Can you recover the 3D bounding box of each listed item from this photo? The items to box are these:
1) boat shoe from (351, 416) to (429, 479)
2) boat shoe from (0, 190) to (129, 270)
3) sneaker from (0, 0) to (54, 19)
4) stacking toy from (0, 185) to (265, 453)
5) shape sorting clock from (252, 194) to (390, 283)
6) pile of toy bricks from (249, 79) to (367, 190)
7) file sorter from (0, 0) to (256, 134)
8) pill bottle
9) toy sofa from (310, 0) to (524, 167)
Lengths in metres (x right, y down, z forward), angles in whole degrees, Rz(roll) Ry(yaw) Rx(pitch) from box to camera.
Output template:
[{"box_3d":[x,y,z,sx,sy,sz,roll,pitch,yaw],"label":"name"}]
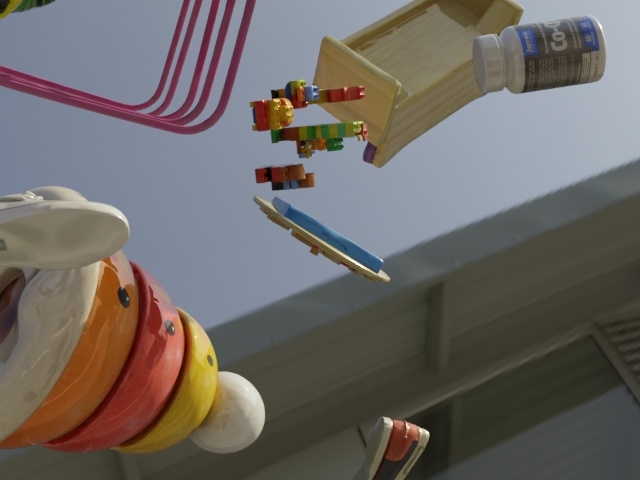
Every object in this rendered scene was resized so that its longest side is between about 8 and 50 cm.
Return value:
[{"box_3d":[0.052,0.215,0.909,0.043,0.049,0.137,16,-68,-12],"label":"boat shoe"},{"box_3d":[-0.250,-0.011,0.848,0.184,0.063,0.066,-11,-47,-4],"label":"boat shoe"},{"box_3d":[-0.318,-0.383,1.269,0.146,0.344,0.134,-29,-82,-44],"label":"sneaker"},{"box_3d":[-0.260,0.169,1.410,0.350,0.350,0.480,-44,-48,17],"label":"stacking toy"},{"box_3d":[0.000,0.000,1.352,0.206,0.206,0.040,31,-90,-37],"label":"shape sorting clock"},{"box_3d":[0.004,-0.121,1.157,0.105,0.212,0.118,-3,-80,18],"label":"pile of toy bricks"},{"box_3d":[-0.180,-0.199,0.857,0.202,0.291,0.182,15,-85,-20],"label":"file sorter"},{"box_3d":[0.247,-0.209,1.188,0.137,0.078,0.078,-9,-50,-4],"label":"pill bottle"},{"box_3d":[0.151,-0.282,1.671,0.363,0.150,0.177,-36,-25,-35],"label":"toy sofa"}]
